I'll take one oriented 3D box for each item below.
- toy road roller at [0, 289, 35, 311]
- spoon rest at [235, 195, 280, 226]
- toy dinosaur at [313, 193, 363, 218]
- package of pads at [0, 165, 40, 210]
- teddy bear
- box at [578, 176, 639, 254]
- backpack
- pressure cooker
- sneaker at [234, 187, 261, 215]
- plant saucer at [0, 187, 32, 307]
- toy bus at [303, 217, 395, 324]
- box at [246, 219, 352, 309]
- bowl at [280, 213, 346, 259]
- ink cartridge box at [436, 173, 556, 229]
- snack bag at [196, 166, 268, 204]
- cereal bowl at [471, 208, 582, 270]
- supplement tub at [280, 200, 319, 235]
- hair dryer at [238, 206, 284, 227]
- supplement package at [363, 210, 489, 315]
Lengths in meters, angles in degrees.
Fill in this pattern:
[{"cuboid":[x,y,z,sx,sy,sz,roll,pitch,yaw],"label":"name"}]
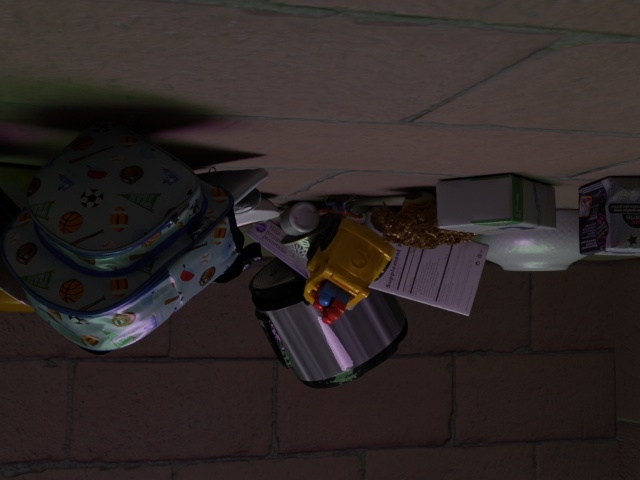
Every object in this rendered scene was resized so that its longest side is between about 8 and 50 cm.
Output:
[{"cuboid":[-0.655,0.036,2.024,0.203,0.240,0.329,0,175,-3],"label":"toy road roller"},{"cuboid":[-0.213,-0.050,1.981,0.276,0.084,0.137,-2,175,30],"label":"spoon rest"},{"cuboid":[0.047,-0.060,1.948,0.082,0.090,0.047,47,-173,27],"label":"toy dinosaur"},{"cuboid":[-0.562,-0.068,1.616,0.297,0.101,0.229,4,173,-41],"label":"package of pads"},{"cuboid":[0.237,-0.052,1.965,0.245,0.113,0.338,12,-172,37],"label":"teddy bear"},{"cuboid":[0.641,-0.041,1.777,0.247,0.142,0.163,0,176,-5],"label":"box"},{"cuboid":[-0.261,-0.001,1.189,0.277,0.263,0.213,29,159,28],"label":"backpack"},{"cuboid":[0.007,0.153,2.610,0.370,0.420,0.375,-13,-159,44],"label":"pressure cooker"},{"cuboid":[-0.195,-0.081,1.745,0.167,0.064,0.076,-2,172,-3],"label":"sneaker"},{"cuboid":[-0.473,-0.034,1.308,0.050,0.310,0.310,-42,176,-2],"label":"plant saucer"},{"cuboid":[0.035,0.087,1.997,0.149,0.211,0.220,31,152,-11],"label":"toy bus"},{"cuboid":[-0.035,0.054,2.302,0.324,0.063,0.067,36,180,10],"label":"box"},{"cuboid":[0.000,0.000,2.179,0.170,0.080,0.170,-26,-168,6],"label":"bowl"},{"cuboid":[0.339,-0.065,1.776,0.154,0.093,0.212,-4,176,35],"label":"ink cartridge box"},{"cuboid":[-0.277,-0.021,1.483,0.343,0.037,0.323,-2,-148,42],"label":"snack bag"},{"cuboid":[0.546,0.005,2.379,0.339,0.141,0.339,1,175,0],"label":"cereal bowl"},{"cuboid":[-0.047,-0.048,2.087,0.071,0.071,0.107,1,176,-15],"label":"supplement tub"},{"cuboid":[-0.210,-0.031,2.208,0.224,0.080,0.293,-6,-178,-13],"label":"hair dryer"},{"cuboid":[0.229,0.053,2.211,0.293,0.175,0.177,16,-178,5],"label":"supplement package"}]
